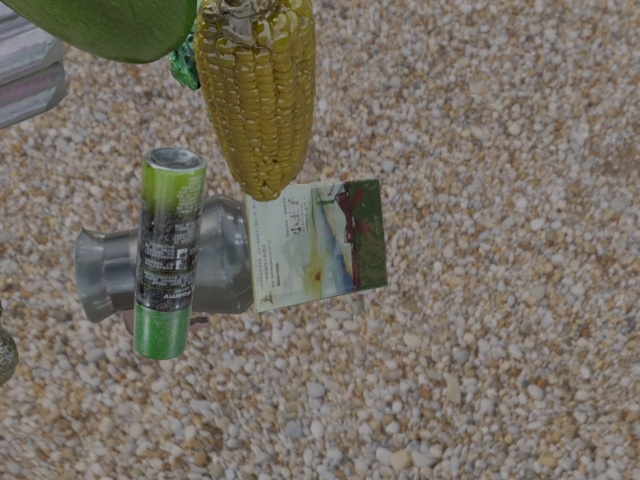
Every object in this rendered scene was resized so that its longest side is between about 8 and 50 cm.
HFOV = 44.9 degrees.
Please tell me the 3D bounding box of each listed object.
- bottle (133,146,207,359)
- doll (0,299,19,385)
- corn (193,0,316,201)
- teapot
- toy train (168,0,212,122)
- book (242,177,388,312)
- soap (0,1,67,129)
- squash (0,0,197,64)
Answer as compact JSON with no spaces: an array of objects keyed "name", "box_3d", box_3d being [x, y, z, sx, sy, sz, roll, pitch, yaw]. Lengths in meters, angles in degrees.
[{"name":"bottle","box_3d":[-0.233,0.027,1.175,0.093,0.330,0.093,8,27,-4]},{"name":"doll","box_3d":[-0.545,0.094,1.237,0.202,0.091,0.286,-3,84,41]},{"name":"corn","box_3d":[-0.049,-0.124,0.642,0.097,0.262,0.097,0,60,1]},{"name":"teapot","box_3d":[-0.309,0.065,1.608,0.344,0.300,0.253,-8,32,-3]},{"name":"toy train","box_3d":[-0.128,-0.273,1.105,0.132,0.243,0.188,-18,52,13]},{"name":"book","box_3d":[0.000,0.000,1.294,0.289,0.026,0.201,-10,98,-39]},{"name":"soap","box_3d":[-0.536,-0.273,1.092,0.302,0.159,0.258,-27,75,-21]},{"name":"squash","box_3d":[-0.172,-0.191,0.356,0.107,0.395,0.107,-9,67,23]}]
